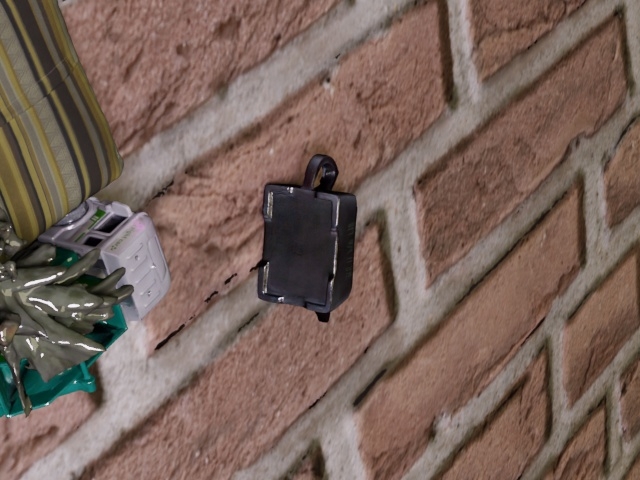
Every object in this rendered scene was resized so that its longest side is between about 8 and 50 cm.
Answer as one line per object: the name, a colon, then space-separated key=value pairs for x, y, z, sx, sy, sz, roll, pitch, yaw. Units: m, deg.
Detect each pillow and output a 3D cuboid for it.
pillow: x=-0.246 y=-0.092 z=1.189 sx=0.212 sy=0.052 sz=0.208 roll=-44 pitch=128 yaw=-42

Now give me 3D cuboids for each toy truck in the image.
toy truck: x=-0.207 y=0.058 z=1.241 sx=0.216 sy=0.116 sz=0.110 roll=-47 pitch=135 yaw=-40

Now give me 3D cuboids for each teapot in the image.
teapot: x=0.000 y=0.000 z=1.573 sx=0.096 sy=0.087 sz=0.177 roll=-18 pitch=114 yaw=-59

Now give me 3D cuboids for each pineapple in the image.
pineapple: x=-0.275 y=0.019 z=1.054 sx=0.340 sy=0.169 sz=0.169 roll=21 pitch=82 yaw=-47
